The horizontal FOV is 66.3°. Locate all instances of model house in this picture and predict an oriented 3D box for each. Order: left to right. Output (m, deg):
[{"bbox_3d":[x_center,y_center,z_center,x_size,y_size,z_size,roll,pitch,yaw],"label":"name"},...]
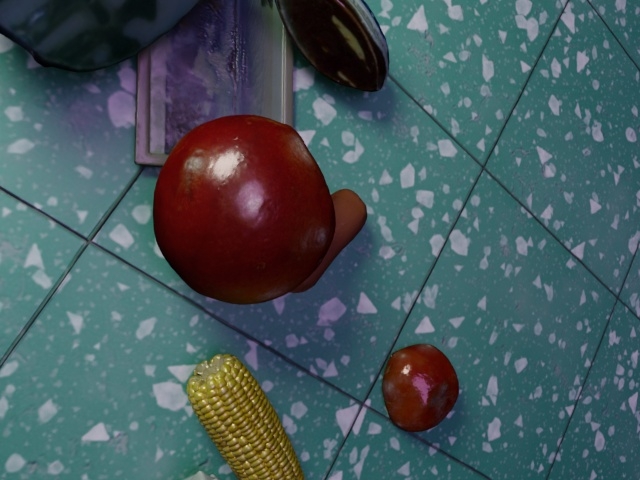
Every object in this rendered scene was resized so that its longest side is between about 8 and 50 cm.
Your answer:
[{"bbox_3d":[-0.309,-0.407,0.540,0.295,0.251,0.329,-45,81,5],"label":"model house"}]

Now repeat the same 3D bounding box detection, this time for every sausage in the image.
[{"bbox_3d":[0.000,0.000,0.751,0.077,0.077,0.194,47,71,-19],"label":"sausage"}]

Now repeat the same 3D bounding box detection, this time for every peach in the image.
[{"bbox_3d":[-0.091,-0.037,0.621,0.243,0.199,0.244,-1,109,-2],"label":"peach"}]

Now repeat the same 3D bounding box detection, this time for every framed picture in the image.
[{"bbox_3d":[-0.146,-0.255,0.705,0.231,0.024,0.315,0,91,-28],"label":"framed picture"}]

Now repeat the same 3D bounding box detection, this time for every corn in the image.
[{"bbox_3d":[-0.100,0.273,0.690,0.093,0.093,0.244,-33,108,-23],"label":"corn"}]

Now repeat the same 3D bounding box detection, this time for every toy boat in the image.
[{"bbox_3d":[0.022,-0.327,0.744,0.262,0.114,0.115,41,35,-32],"label":"toy boat"}]

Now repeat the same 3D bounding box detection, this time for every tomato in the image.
[{"bbox_3d":[0.186,0.258,0.845,0.155,0.069,0.156,0,90,-28],"label":"tomato"}]

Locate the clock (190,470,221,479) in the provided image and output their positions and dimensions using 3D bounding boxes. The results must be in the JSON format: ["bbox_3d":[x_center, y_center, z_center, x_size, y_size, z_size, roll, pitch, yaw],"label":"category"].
[{"bbox_3d":[-0.149,0.475,0.661,0.231,0.116,0.262,-47,108,-14],"label":"clock"}]
